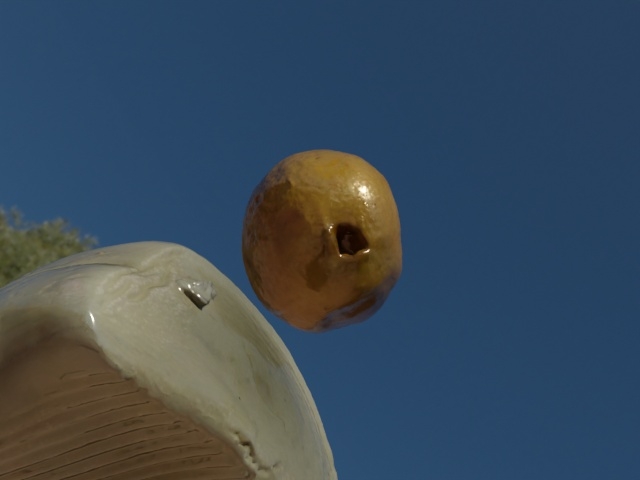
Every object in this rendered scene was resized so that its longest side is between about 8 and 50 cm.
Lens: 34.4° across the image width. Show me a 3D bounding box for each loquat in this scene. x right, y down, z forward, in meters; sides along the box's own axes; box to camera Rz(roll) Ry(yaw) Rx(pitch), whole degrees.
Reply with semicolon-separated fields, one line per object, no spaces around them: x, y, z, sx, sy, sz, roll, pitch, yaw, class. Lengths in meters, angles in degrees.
0.000;0.000;1.260;0.193;0.238;0.238;-11;-55;-8;loquat

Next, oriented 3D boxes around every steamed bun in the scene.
-0.155;0.142;0.906;0.247;0.236;0.383;-28;-50;19;steamed bun
